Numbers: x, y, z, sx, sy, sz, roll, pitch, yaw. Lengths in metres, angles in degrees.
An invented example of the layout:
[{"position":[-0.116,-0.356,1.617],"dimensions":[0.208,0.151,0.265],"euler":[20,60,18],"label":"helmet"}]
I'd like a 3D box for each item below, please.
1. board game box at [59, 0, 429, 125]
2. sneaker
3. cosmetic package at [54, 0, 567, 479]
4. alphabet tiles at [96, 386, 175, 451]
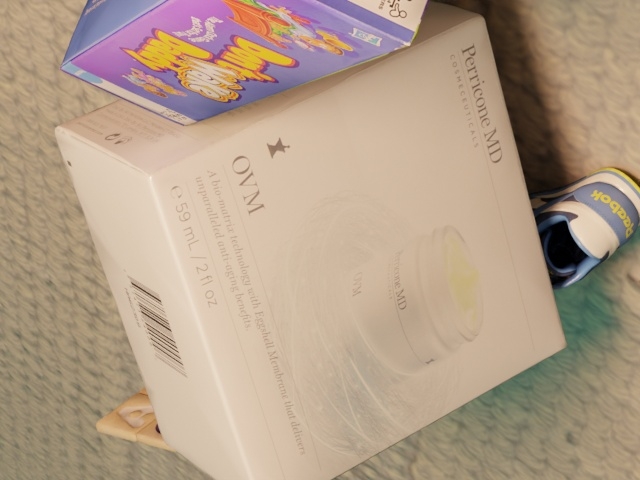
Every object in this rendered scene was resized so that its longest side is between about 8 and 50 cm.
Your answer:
[{"position":[-0.011,-0.187,0.917],"dimensions":[0.078,0.233,0.347],"euler":[24,171,-16],"label":"board game box"},{"position":[0.140,0.001,1.223],"dimensions":[0.053,0.059,0.144],"euler":[45,148,-6],"label":"sneaker"},{"position":[0.000,0.000,1.169],"dimensions":[0.138,0.224,0.224],"euler":[25,138,56],"label":"cosmetic package"},{"position":[0.001,0.075,1.292],"dimensions":[0.198,0.237,0.009],"euler":[8,125,42],"label":"alphabet tiles"}]
